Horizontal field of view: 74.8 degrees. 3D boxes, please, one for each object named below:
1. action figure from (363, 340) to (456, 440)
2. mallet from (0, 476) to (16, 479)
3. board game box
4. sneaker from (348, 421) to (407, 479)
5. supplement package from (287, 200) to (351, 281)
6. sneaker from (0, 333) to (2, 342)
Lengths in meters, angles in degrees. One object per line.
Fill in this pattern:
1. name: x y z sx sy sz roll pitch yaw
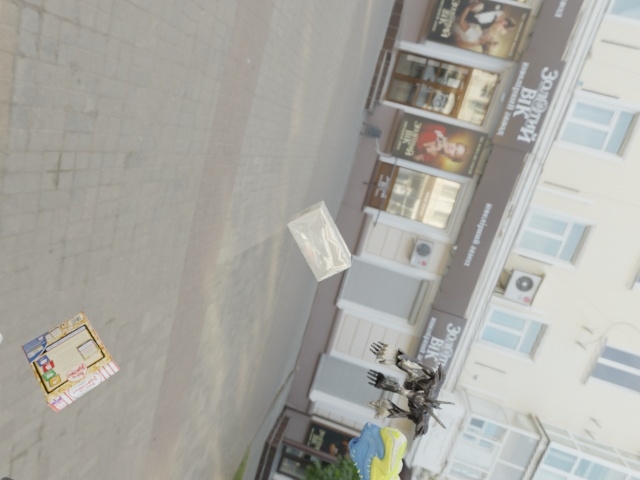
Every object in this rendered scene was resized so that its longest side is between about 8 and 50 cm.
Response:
1. action figure: 0.169 0.313 0.903 0.275 0.140 0.164 177 -71 -77
2. mallet: -0.242 0.277 0.447 0.063 0.189 0.039 -63 -171 13
3. board game box: -0.583 0.274 0.976 0.146 0.193 0.045 -34 142 -27
4. sneaker: 0.123 0.534 0.986 0.091 0.126 0.241 -2 108 -53
5. supplement package: 0.000 0.000 1.141 0.180 0.105 0.105 62 10 -12
6. sneaker: -0.764 0.284 0.892 0.217 0.079 0.121 -42 -147 32
